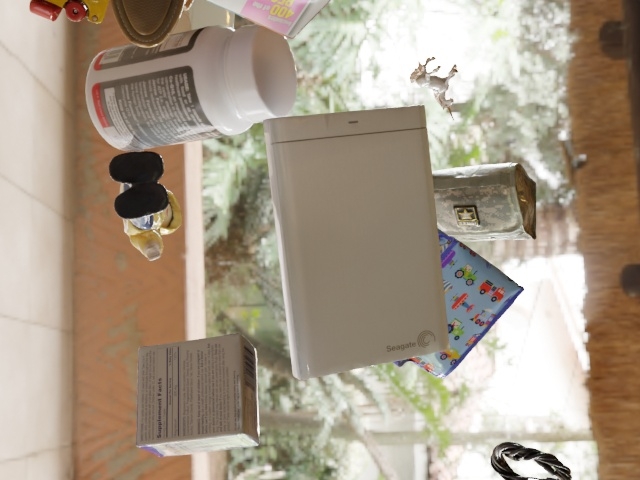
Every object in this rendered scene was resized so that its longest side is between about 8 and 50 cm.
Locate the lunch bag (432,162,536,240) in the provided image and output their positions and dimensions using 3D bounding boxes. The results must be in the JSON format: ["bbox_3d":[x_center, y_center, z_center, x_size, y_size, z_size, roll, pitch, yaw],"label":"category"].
[{"bbox_3d":[0.360,-0.089,2.018,0.287,0.235,0.169,24,67,-64],"label":"lunch bag"}]

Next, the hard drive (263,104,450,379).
[{"bbox_3d":[0.054,-0.002,1.218,0.047,0.233,0.353,-174,-103,-69],"label":"hard drive"}]

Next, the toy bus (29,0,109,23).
[{"bbox_3d":[-0.366,-0.368,1.166,0.202,0.191,0.104,-12,129,-61],"label":"toy bus"}]

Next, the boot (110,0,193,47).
[{"bbox_3d":[-0.225,-0.367,1.221,0.220,0.109,0.283,88,-8,-78],"label":"boot"}]

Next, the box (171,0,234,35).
[{"bbox_3d":[-0.289,-0.408,1.960,0.148,0.121,0.311,28,-60,39],"label":"box"}]

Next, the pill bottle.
[{"bbox_3d":[-0.189,-0.227,1.297,0.161,0.283,0.161,18,70,-62],"label":"pill bottle"}]

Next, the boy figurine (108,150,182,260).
[{"bbox_3d":[-0.276,-0.051,1.406,0.285,0.092,0.177,106,-26,-79],"label":"boy figurine"}]

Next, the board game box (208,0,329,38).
[{"bbox_3d":[-0.035,-0.368,0.917,0.316,0.242,0.064,-36,-130,40],"label":"board game box"}]

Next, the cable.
[{"bbox_3d":[0.418,0.464,1.772,0.047,0.184,0.150,-54,131,-28],"label":"cable"}]

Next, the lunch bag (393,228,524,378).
[{"bbox_3d":[0.249,0.150,1.863,0.293,0.221,0.138,-56,-154,2],"label":"lunch bag"}]

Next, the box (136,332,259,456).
[{"bbox_3d":[-0.151,0.193,1.083,0.072,0.137,0.126,61,22,-63],"label":"box"}]

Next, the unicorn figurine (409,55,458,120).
[{"bbox_3d":[0.287,-0.383,2.135,0.111,0.162,0.060,-54,-163,39],"label":"unicorn figurine"}]
